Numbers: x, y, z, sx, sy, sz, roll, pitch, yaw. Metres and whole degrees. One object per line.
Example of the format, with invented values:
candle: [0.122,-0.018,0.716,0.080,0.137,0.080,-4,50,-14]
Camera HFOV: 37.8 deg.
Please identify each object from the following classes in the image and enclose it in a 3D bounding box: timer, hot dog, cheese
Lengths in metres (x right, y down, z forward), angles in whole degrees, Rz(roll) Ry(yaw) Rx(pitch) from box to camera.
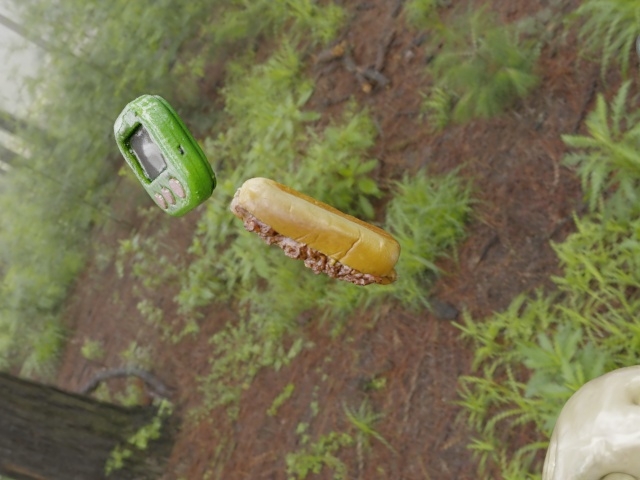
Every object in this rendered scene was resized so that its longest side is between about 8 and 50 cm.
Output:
timer: [-0.167,-0.090,1.002,0.047,0.128,0.140,-36,6,-24]
hot dog: [0.000,0.000,1.198,0.102,0.249,0.076,-35,34,56]
cheese: [0.300,0.218,0.826,0.235,0.218,0.117,-58,2,40]

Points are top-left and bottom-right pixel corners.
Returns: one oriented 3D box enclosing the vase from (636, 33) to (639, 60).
vase: [0.427,-0.185,0.725,0.321,0.173,0.173,-37,40,26]
